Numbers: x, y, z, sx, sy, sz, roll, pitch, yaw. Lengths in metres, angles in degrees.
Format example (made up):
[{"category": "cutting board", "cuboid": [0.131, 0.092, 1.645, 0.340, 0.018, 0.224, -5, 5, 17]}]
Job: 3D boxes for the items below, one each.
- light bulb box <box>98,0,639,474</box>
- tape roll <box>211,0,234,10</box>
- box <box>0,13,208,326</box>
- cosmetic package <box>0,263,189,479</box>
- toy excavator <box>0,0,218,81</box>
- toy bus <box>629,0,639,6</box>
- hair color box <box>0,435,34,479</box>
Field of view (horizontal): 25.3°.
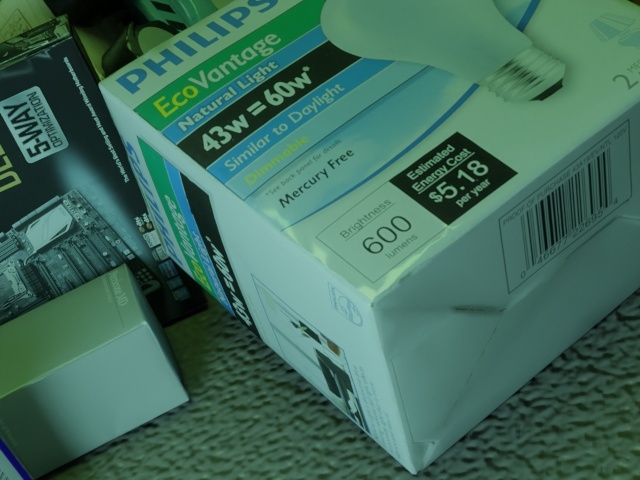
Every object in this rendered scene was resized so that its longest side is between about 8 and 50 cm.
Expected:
[{"category": "light bulb box", "cuboid": [0.074, -0.068, 1.195, 0.358, 0.225, 0.361, -37, 50, -19]}, {"category": "tape roll", "cuboid": [-0.069, -0.327, 1.857, 0.219, 0.072, 0.219, -17, 33, 11]}, {"category": "box", "cuboid": [-0.279, -0.025, 1.343, 0.242, 0.307, 0.076, -24, 29, -2]}, {"category": "cosmetic package", "cuboid": [-0.250, 0.133, 1.293, 0.238, 0.107, 0.127, -30, 30, -4]}, {"category": "toy excavator", "cuboid": [-0.225, -0.269, 1.692, 0.222, 0.433, 0.445, -45, -13, 30]}, {"category": "toy bus", "cuboid": [0.296, -0.287, 1.541, 0.191, 0.104, 0.202, -39, 36, -22]}, {"category": "hair color box", "cuboid": [-0.402, 0.223, 1.180, 0.339, 0.185, 0.110, -7, 40, 23]}]
